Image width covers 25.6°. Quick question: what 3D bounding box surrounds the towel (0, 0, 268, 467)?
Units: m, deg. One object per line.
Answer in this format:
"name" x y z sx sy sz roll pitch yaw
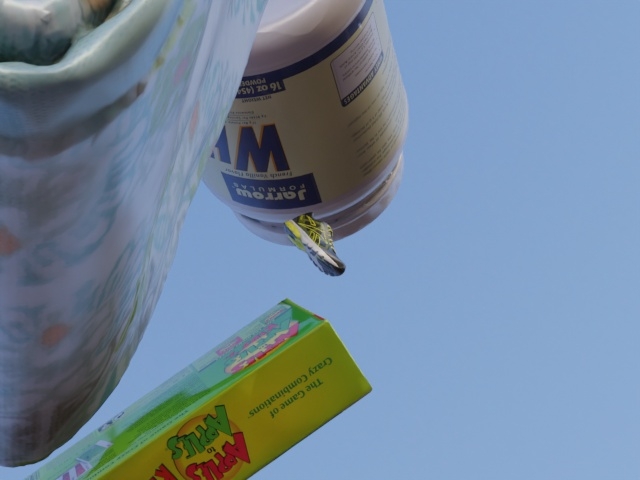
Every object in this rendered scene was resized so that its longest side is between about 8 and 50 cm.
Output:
"towel" -0.064 -0.122 0.583 0.090 0.374 0.320 17 -29 1

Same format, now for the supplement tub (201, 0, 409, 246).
"supplement tub" -0.039 -0.166 1.401 0.235 0.235 0.324 -32 -37 -10

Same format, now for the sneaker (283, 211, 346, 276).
"sneaker" 0.000 0.000 1.312 0.035 0.083 0.031 -36 -34 -15

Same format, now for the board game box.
"board game box" -0.070 0.101 0.687 0.181 0.092 0.043 -35 -79 -9
